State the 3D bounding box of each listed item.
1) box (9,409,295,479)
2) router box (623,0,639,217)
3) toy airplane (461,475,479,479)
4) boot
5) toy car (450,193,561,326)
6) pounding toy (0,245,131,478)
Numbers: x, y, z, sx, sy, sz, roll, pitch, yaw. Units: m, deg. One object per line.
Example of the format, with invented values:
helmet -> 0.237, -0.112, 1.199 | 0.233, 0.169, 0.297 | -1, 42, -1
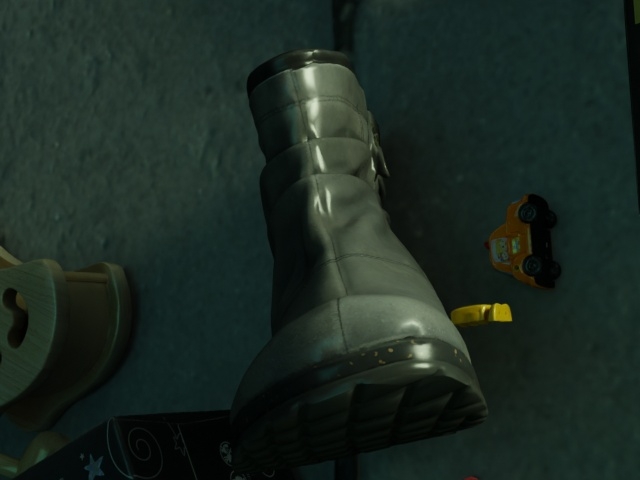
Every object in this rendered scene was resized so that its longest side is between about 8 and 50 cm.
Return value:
box -> -0.083, 0.243, 0.718 | 0.142, 0.163, 0.247 | -32, 69, 26
router box -> 0.301, -0.143, 0.562 | 0.309, 0.081, 0.242 | -9, 74, 38
toy airplane -> 0.064, 0.200, 0.702 | 0.151, 0.028, 0.151 | -5, 74, 17
boot -> 0.000, 0.000, 0.612 | 0.118, 0.338, 0.222 | -11, 80, -1
toy car -> 0.100, 0.010, 0.676 | 0.041, 0.122, 0.060 | -9, 96, 32
pounding toy -> -0.248, 0.059, 0.846 | 0.269, 0.155, 0.154 | 40, 108, 29
